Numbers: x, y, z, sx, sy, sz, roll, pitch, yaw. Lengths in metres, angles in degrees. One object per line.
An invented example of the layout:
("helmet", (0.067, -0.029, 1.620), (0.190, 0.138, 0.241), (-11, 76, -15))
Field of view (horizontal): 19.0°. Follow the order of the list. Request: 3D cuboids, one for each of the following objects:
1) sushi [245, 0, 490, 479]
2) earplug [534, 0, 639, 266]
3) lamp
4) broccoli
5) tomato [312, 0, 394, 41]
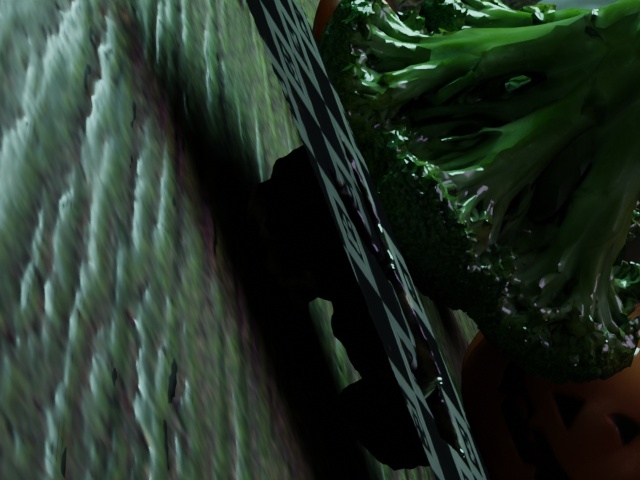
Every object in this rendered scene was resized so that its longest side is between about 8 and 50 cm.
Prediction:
("sushi", (0.000, 0.000, 0.798), (0.192, 0.043, 0.280), (43, 24, -71))
("earplug", (0.185, -0.051, 1.356), (0.325, 0.175, 0.214), (133, -49, -61))
("lamp", (0.183, 0.118, 1.240), (0.187, 0.163, 0.188), (-22, 90, -80))
("broccoli", (0.137, -0.057, 1.120), (0.254, 0.269, 0.269), (-18, 83, -54))
("tomato", (0.037, -0.114, 1.310), (0.156, 0.069, 0.155), (58, 3, -5))
